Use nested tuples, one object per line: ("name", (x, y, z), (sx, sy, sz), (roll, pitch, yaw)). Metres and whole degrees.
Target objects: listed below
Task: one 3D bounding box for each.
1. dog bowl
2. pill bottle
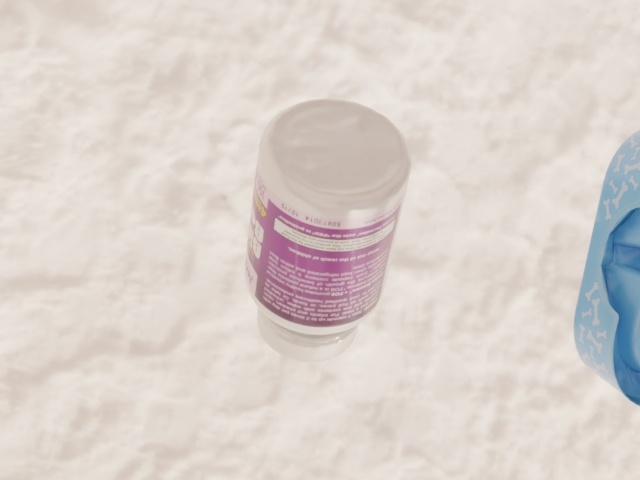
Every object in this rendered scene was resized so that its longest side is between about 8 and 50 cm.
("dog bowl", (0.344, 0.019, 1.381), (0.166, 0.074, 0.297), (5, 99, -37))
("pill bottle", (0.000, 0.000, 1.537), (0.169, 0.169, 0.301), (-29, 148, -31))
